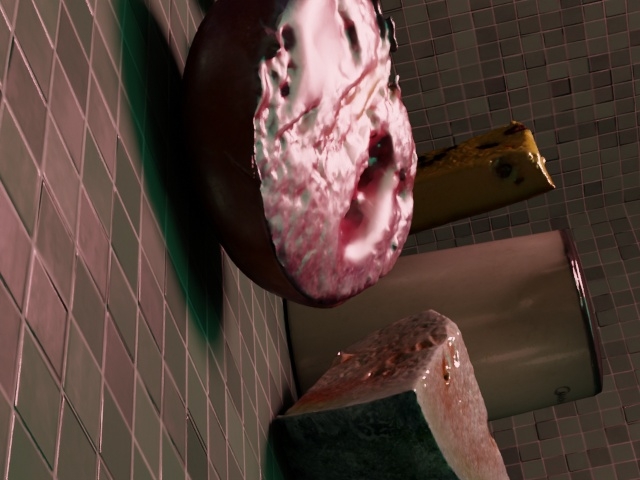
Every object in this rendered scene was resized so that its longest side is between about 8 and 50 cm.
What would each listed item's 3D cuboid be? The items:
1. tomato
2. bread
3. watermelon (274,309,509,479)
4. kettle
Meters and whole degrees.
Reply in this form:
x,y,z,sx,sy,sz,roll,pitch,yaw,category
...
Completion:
x,y,z,sx,sy,sz,roll,pitch,yaw,category
-0.049,-0.101,1.346,0.289,0.176,0.335,-54,136,-47,tomato
0.112,-0.058,1.809,0.138,0.361,0.077,-80,151,-69,bread
0.097,0.195,1.635,0.387,0.228,0.258,50,44,-56,watermelon
0.174,0.153,1.884,0.361,0.376,0.250,66,13,-60,kettle
